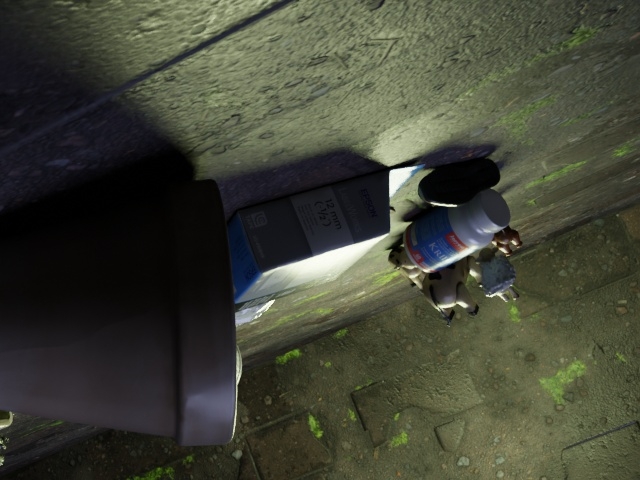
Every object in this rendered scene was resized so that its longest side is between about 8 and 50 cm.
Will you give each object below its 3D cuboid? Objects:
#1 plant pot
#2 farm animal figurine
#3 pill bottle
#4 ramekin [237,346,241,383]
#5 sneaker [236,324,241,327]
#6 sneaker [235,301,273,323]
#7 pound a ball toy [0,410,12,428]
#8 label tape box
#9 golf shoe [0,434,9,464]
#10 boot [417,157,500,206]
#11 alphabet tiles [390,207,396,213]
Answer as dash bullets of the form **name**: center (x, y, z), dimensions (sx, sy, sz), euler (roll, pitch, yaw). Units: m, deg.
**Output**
- **plant pot**: center (-0.256, 0.090, 1.105), dimensions (0.280, 0.323, 0.323), euler (-2, 165, -11)
- **farm animal figurine**: center (0.293, 0.046, 2.183), dimensions (0.330, 0.172, 0.327), euler (-27, -151, 26)
- **pill bottle**: center (0.292, -0.025, 1.986), dimensions (0.124, 0.124, 0.221), euler (-12, 164, -44)
- **ramekin**: center (-0.289, 0.281, 2.144), dimensions (0.207, 0.207, 0.109), euler (-21, 161, -6)
- **sneaker**: center (-0.242, 0.195, 2.034), dimensions (0.225, 0.093, 0.088), euler (-10, 143, -55)
- **sneaker**: center (-0.186, 0.119, 1.870), dimensions (0.235, 0.090, 0.095), euler (-20, 160, -20)
- **pound a ball toy**: center (-0.734, 0.373, 1.875), dimensions (0.319, 0.136, 0.208), euler (-23, 169, 7)
- **label tape box**: center (0.000, 0.000, 1.553), dimensions (0.348, 0.115, 0.249), euler (-15, 166, -25)
- **golf shoe**: center (-0.873, 0.497, 2.285), dimensions (0.120, 0.105, 0.273), euler (8, 153, 8)
- **boot**: center (0.221, -0.085, 1.706), dimensions (0.198, 0.077, 0.137), euler (-12, 170, -39)
- **alphabet tiles**: center (0.027, -0.015, 1.820), dimensions (0.237, 0.009, 0.198), euler (-25, 169, 16)
